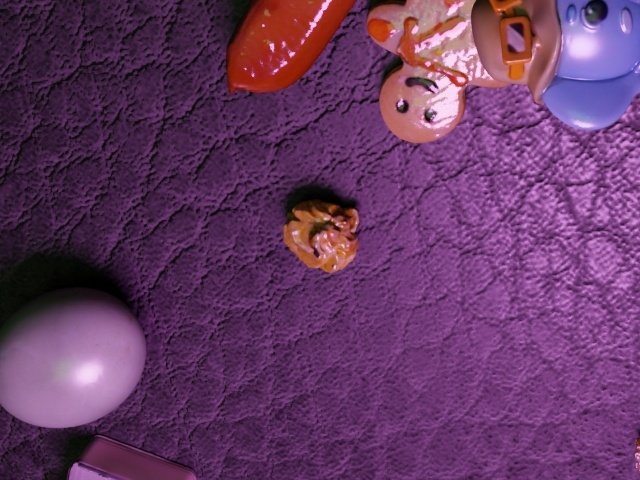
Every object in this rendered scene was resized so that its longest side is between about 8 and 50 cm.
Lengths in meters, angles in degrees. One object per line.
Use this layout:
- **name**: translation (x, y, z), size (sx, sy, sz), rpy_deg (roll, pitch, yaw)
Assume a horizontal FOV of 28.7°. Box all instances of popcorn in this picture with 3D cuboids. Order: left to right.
- **popcorn**: translation (0.000, 0.000, 1.275), size (0.084, 0.084, 0.084), rpy_deg (6, 117, 12)

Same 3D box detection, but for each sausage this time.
- **sausage**: translation (0.011, -0.266, 1.131), size (0.094, 0.097, 0.348), rpy_deg (34, 120, 6)

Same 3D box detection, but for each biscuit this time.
- **biscuit**: translation (0.119, -0.196, 1.176), size (0.153, 0.030, 0.234), rpy_deg (24, 119, 5)

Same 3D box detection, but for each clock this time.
- **clock**: translation (-0.237, 0.347, 1.511), size (0.147, 0.071, 0.192), rpy_deg (19, 118, 6)

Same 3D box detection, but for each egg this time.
- **egg**: translation (-0.279, 0.129, 1.371), size (0.192, 0.149, 0.149), rpy_deg (-23, 108, 32)

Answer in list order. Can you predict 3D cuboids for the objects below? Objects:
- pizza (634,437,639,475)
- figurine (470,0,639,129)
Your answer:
- **pizza**: translation (0.398, 0.260, 1.318), size (0.160, 0.036, 0.099), rpy_deg (21, 110, 5)
- **figurine**: translation (0.254, -0.214, 1.067), size (0.262, 0.154, 0.180), rpy_deg (-29, 103, -1)
